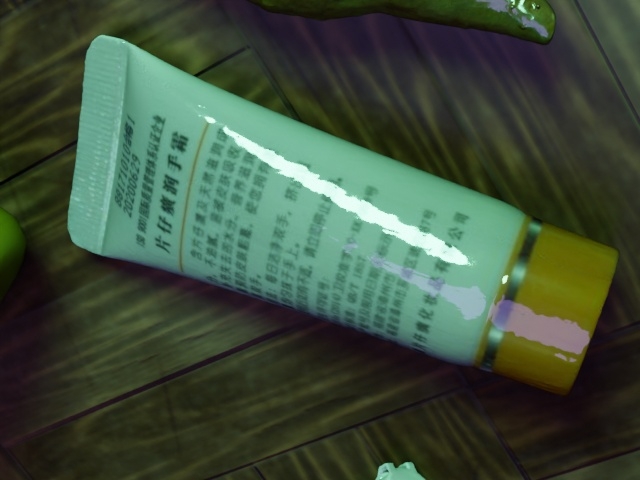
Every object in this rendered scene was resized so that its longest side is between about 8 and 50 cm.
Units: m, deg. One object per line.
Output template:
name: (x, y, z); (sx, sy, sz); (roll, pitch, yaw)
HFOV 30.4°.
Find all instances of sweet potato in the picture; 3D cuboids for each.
sweet potato: (-0.014, -0.147, 0.590); (0.274, 0.067, 0.067); (17, 122, 7)

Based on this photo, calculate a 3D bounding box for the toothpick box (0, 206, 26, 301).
toothpick box: (-0.326, -0.015, 0.682); (0.271, 0.175, 0.175); (37, 121, -4)

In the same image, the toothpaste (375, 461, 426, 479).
toothpaste: (-0.023, 0.260, 0.832); (0.056, 0.058, 0.314); (4, 139, -40)

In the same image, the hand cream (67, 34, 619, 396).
hand cream: (0.000, 0.000, 0.657); (0.314, 0.089, 0.140); (21, 121, 7)
